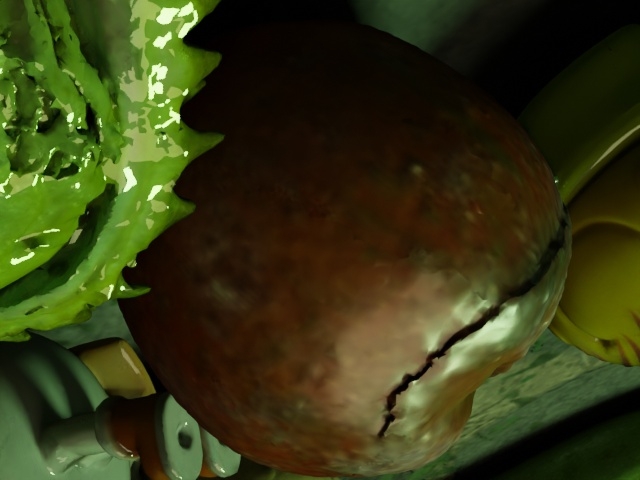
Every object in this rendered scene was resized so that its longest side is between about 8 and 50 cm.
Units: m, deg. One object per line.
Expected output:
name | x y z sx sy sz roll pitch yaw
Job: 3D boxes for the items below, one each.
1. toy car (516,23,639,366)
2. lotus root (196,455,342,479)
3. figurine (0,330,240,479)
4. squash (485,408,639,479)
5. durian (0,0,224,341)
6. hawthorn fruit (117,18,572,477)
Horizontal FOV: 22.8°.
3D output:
toy car | 0.196 -0.020 0.707 0.248 0.142 0.200 -18 152 -29
lotus root | -0.143 0.190 0.793 0.343 0.169 0.151 -23 150 -2
figurine | -0.163 0.098 0.684 0.271 0.143 0.143 3 164 28
squash | 0.181 0.199 1.114 0.371 0.118 0.118 -30 151 10
durian | -0.114 -0.034 0.502 0.132 0.106 0.375 17 128 -44
hawthorn fruit | 0.000 0.000 0.587 0.173 0.173 0.173 -18 152 -10
